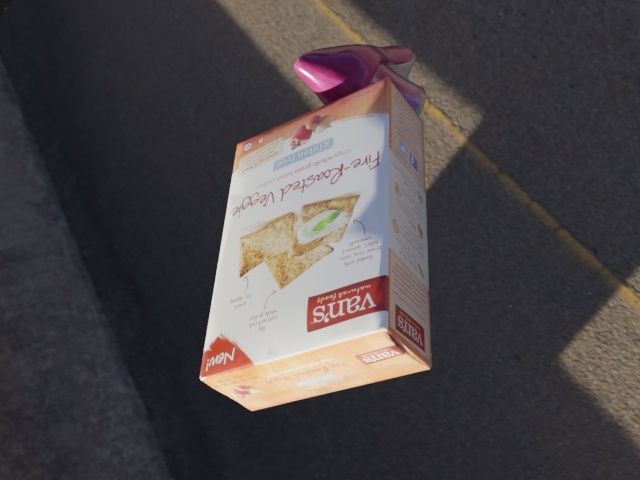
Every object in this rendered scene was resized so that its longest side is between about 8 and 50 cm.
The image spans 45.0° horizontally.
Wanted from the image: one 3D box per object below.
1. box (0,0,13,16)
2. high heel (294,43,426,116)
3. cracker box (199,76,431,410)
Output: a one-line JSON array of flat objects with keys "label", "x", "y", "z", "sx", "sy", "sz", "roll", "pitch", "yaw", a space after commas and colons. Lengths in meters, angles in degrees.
[{"label": "box", "x": -0.487, "y": -0.214, "z": 0.673, "sx": 0.294, "sy": 0.296, "sz": 0.183, "roll": -51, "pitch": 8, "yaw": 8}, {"label": "high heel", "x": 0.029, "y": -0.167, "z": 0.765, "sx": 0.244, "sy": 0.117, "sz": 0.082, "roll": -89, "pitch": 24, "yaw": -65}, {"label": "cracker box", "x": 0.000, "y": 0.000, "z": 0.593, "sx": 0.156, "sy": 0.067, "sz": 0.232, "roll": -20, "pitch": 49, "yaw": 28}]
